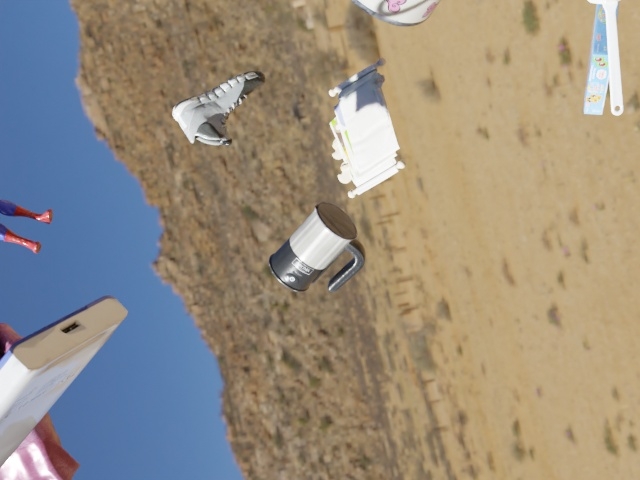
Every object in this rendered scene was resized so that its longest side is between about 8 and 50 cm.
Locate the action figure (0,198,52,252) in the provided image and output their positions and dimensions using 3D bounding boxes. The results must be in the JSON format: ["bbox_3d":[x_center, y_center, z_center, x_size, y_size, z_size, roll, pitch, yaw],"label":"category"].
[{"bbox_3d":[-0.577,-0.069,1.506,0.139,0.280,0.091,132,155,-72],"label":"action figure"}]

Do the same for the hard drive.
[{"bbox_3d":[-0.377,0.209,1.127,0.040,0.318,0.210,44,-158,4],"label":"hard drive"}]

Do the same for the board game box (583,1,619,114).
[{"bbox_3d":[0.489,-0.338,1.647,0.211,0.039,0.160,62,-143,-68],"label":"board game box"}]

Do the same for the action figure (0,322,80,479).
[{"bbox_3d":[-0.486,0.221,1.438,0.275,0.248,0.370,-102,0,-68],"label":"action figure"}]

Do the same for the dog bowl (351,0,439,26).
[{"bbox_3d":[0.154,-0.679,2.060,0.408,0.150,0.408,21,-125,-33],"label":"dog bowl"}]

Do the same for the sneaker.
[{"bbox_3d":[-0.209,-0.286,2.151,0.132,0.229,0.086,63,174,6],"label":"sneaker"}]

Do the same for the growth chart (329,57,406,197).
[{"bbox_3d":[0.083,-0.214,1.838,0.021,0.172,0.237,-4,-101,-47],"label":"growth chart"}]

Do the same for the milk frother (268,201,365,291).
[{"bbox_3d":[0.000,0.000,1.572,0.129,0.135,0.143,26,-148,-29],"label":"milk frother"}]

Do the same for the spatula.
[{"bbox_3d":[0.451,-0.294,1.283,0.019,0.168,0.242,-85,-14,-67],"label":"spatula"}]
